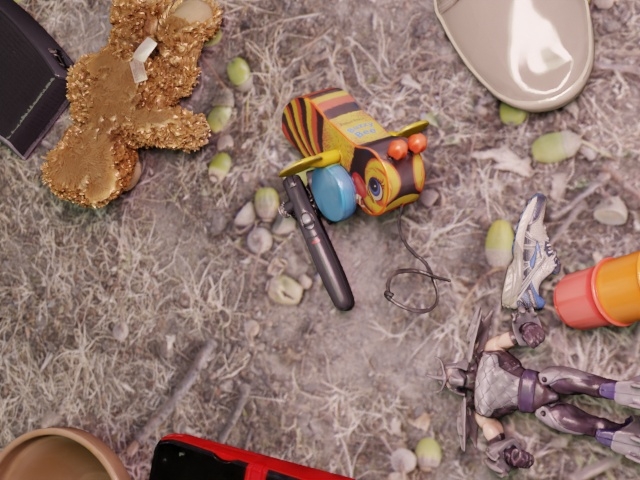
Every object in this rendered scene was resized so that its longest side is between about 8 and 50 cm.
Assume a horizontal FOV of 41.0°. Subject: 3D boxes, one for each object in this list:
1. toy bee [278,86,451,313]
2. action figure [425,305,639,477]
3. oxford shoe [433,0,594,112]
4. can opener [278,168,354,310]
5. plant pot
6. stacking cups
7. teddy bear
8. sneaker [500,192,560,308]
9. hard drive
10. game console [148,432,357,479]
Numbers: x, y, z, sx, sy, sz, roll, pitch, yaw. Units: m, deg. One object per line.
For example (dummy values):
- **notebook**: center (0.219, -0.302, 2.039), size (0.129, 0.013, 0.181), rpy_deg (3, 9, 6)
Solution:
- **toy bee**: center (0.069, -0.091, 0.988), size (0.298, 0.162, 0.195), rpy_deg (37, 53, 13)
- **action figure**: center (0.247, 0.166, 0.920), size (0.285, 0.099, 0.185), rpy_deg (8, 102, 26)
- **oxford shoe**: center (0.190, -0.360, 0.995), size (0.169, 0.130, 0.449), rpy_deg (-19, 78, 16)
- **can opener**: center (0.000, 0.000, 1.057), size (0.073, 0.059, 0.186), rpy_deg (-22, 76, 17)
- **plant pot**: center (-0.314, 0.357, 1.103), size (0.237, 0.110, 0.237), rpy_deg (-4, 81, 24)
- **stacking cups**: center (0.351, 0.032, 0.814), size (0.316, 0.096, 0.096), rpy_deg (-28, 70, 54)
- **teddy bear**: center (-0.250, -0.195, 1.166), size (0.245, 0.113, 0.338), rpy_deg (4, 77, 14)
- **sneaker**: center (0.245, 0.015, 0.972), size (0.058, 0.052, 0.135), rpy_deg (12, 95, 12)
- **hard drive**: center (-0.480, -0.259, 1.277), size (0.255, 0.054, 0.172), rpy_deg (44, 100, 20)
- **game console**: center (-0.088, 0.459, 1.043), size (0.342, 0.060, 0.386), rpy_deg (8, 85, 28)
